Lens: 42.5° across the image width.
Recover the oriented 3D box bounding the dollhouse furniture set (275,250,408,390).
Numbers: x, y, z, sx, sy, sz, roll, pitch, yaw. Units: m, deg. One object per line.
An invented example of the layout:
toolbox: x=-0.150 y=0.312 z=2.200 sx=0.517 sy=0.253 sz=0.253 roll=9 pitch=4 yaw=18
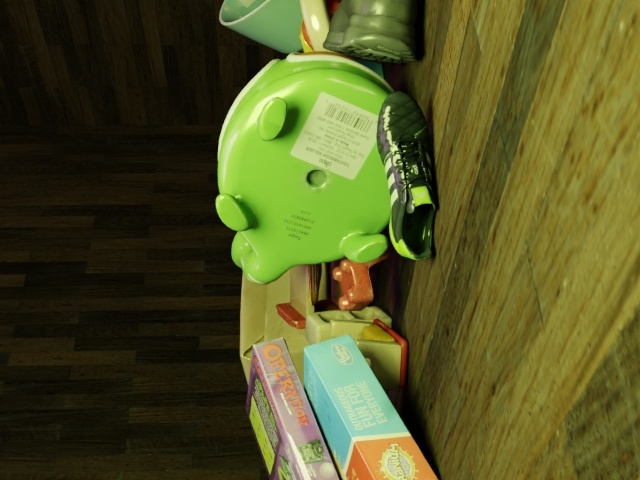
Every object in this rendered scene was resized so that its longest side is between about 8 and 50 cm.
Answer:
dollhouse furniture set: x=0.054 y=0.059 z=1.221 sx=0.374 sy=0.152 sz=0.201 roll=-147 pitch=55 yaw=-66

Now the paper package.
paper package: x=-0.049 y=0.213 z=1.615 sx=0.310 sy=0.168 sz=0.325 roll=-92 pitch=-5 yaw=-50

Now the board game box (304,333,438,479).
board game box: x=0.050 y=0.311 z=1.007 sx=0.242 sy=0.064 sz=0.317 roll=-123 pitch=26 yaw=-46

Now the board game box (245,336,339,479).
board game box: x=-0.018 y=0.320 z=1.042 sx=0.208 sy=0.056 sz=0.347 roll=97 pitch=154 yaw=-57

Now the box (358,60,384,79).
box: x=0.070 y=-0.182 z=1.272 sx=0.244 sy=0.060 sz=0.101 roll=-93 pitch=4 yaw=-45

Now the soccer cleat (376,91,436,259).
soccer cleat: x=0.097 y=-0.066 z=0.868 sx=0.072 sy=0.060 sz=0.179 roll=-135 pitch=38 yaw=-73

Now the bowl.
bowl: x=-0.042 y=-0.501 z=1.671 sx=0.163 sy=0.311 sz=0.312 roll=42 pitch=-155 yaw=-29

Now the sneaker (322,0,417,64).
sneaker: x=0.072 y=-0.285 z=1.015 sx=0.286 sy=0.109 sz=0.130 roll=-128 pitch=47 yaw=-76

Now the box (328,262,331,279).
box: x=0.000 y=0.000 z=1.749 sx=0.044 sy=0.159 sz=0.233 roll=-101 pitch=10 yaw=-85

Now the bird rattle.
bird rattle: x=0.014 y=-0.344 z=1.208 sx=0.253 sy=0.143 sz=0.207 roll=53 pitch=-155 yaw=-68

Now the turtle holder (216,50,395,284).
turtle holder: x=-0.009 y=-0.089 z=1.062 sx=0.227 sy=0.243 sz=0.320 roll=-100 pitch=5 yaw=-58

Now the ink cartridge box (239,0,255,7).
ink cartridge box: x=-0.060 y=-0.655 z=1.618 sx=0.091 sy=0.308 sz=0.385 roll=40 pitch=-153 yaw=-30
